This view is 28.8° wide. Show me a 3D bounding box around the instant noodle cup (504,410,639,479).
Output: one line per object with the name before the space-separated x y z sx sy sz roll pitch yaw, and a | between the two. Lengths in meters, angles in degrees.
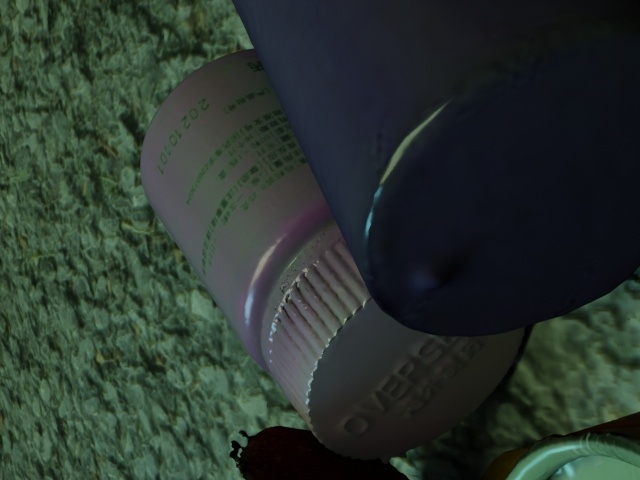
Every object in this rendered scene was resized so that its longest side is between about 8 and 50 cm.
instant noodle cup | 0.211 0.154 0.504 0.243 0.231 0.242 21 114 58

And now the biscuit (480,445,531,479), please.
biscuit | 0.165 0.252 0.805 0.118 0.029 0.247 -53 49 47

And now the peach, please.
peach | 0.044 0.194 0.851 0.068 0.279 0.189 -39 41 8

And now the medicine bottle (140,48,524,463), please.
medicine bottle | 0.000 0.000 0.898 0.290 0.178 0.178 50 136 44

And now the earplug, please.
earplug | 0.042 -0.167 0.785 0.456 0.215 0.215 62 144 41
